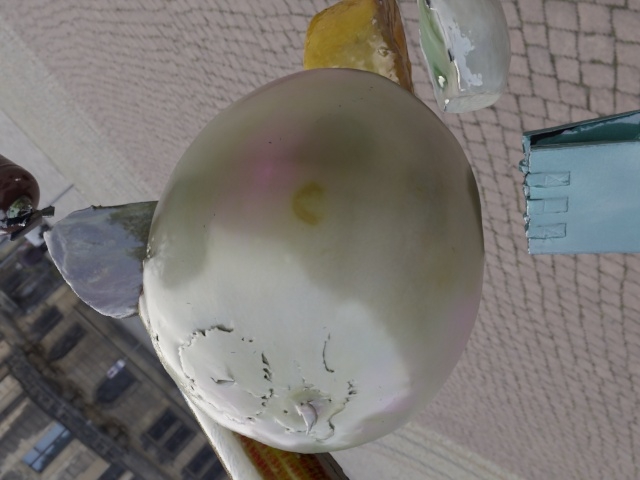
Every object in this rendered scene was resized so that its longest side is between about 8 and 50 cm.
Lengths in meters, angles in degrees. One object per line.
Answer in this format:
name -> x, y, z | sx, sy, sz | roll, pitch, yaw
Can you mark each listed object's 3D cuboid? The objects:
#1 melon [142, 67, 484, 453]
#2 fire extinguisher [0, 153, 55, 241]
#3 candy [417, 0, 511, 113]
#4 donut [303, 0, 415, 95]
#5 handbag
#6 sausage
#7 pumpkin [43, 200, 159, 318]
melon -> 0.000, 0.000, 0.482 | 0.222, 0.317, 0.223 | 4, 124, 6
fire extinguisher -> -0.545, -0.094, 1.067 | 0.337, 0.135, 0.114 | 28, 116, 17
candy -> 0.296, -0.486, 1.508 | 0.386, 0.186, 0.427 | 46, -154, -71
donut -> 0.053, -0.139, 0.754 | 0.277, 0.108, 0.278 | -10, -90, -81
handbag -> 0.480, -0.095, 1.174 | 0.273, 0.100, 0.269 | -6, 136, 16
sausage -> -0.082, 0.121, 0.585 | 0.371, 0.082, 0.082 | 44, 168, 45
pumpkin -> -0.261, 0.031, 1.096 | 0.312, 0.169, 0.148 | 6, -114, -71
